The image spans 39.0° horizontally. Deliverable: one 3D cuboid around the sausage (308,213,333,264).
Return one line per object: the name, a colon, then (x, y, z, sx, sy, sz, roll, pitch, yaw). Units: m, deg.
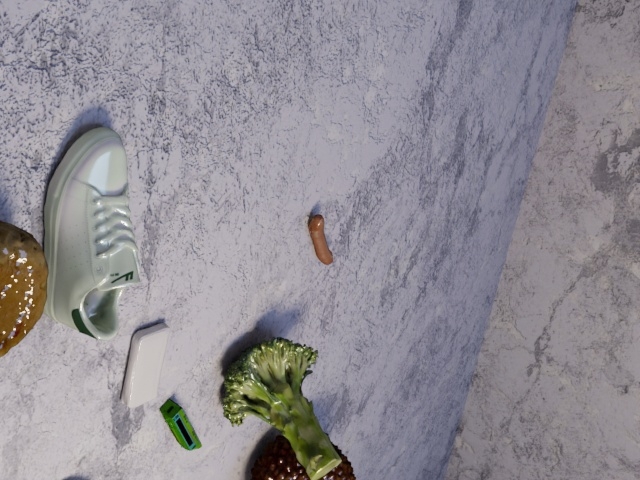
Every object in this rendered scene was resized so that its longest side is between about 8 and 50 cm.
sausage: (0.000, 0.000, 2.216, 0.043, 0.043, 0.186, -48, 150, -22)

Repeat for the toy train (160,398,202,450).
toy train: (-0.322, 0.442, 2.093, 0.042, 0.044, 0.209, -47, 148, -25)

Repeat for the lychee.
lychee: (-0.048, 0.683, 2.499, 0.330, 0.306, 0.305, -15, 128, -48)

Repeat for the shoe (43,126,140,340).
shoe: (-0.366, 0.002, 1.505, 0.132, 0.160, 0.362, -16, 129, -55)

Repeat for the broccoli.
broccoli: (-0.098, 0.413, 2.131, 0.252, 0.361, 0.221, -6, 138, -12)

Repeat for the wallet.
wallet: (-0.364, 0.263, 1.877, 0.095, 0.033, 0.189, -14, 126, -52)

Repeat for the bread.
bread: (-0.520, 0.076, 1.363, 0.230, 0.123, 0.229, -44, 147, -39)
